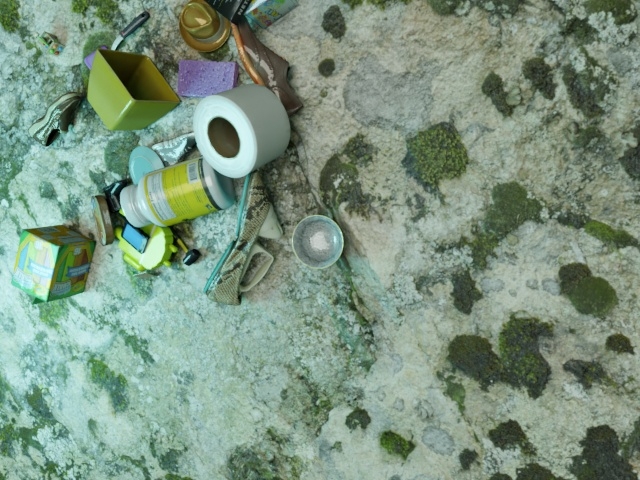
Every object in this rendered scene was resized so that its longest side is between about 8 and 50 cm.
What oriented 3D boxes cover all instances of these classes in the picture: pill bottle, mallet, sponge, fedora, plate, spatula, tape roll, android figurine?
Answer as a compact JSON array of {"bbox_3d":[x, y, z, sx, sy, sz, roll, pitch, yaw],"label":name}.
[{"bbox_3d":[-0.470,-0.155,1.504,0.333,0.188,0.188,-15,92,9],"label":"pill bottle"},{"bbox_3d":[-0.511,0.010,1.638,0.189,0.039,0.062,44,108,12],"label":"mallet"},{"bbox_3d":[-0.381,-0.541,1.537,0.210,0.031,0.117,8,98,15],"label":"sponge"},{"bbox_3d":[-0.391,-0.718,1.494,0.194,0.079,0.195,2,97,15],"label":"fedora"},{"bbox_3d":[-0.617,-0.237,1.610,0.188,0.024,0.188,11,113,27],"label":"plate"},{"bbox_3d":[-0.710,-0.700,1.609,0.296,0.030,0.084,-36,87,16],"label":"spatula"},{"bbox_3d":[-0.236,-0.331,1.374,0.246,0.169,0.246,17,126,26],"label":"tape roll"},{"bbox_3d":[-0.628,-0.006,1.642,0.272,0.056,0.248,30,106,17],"label":"android figurine"}]

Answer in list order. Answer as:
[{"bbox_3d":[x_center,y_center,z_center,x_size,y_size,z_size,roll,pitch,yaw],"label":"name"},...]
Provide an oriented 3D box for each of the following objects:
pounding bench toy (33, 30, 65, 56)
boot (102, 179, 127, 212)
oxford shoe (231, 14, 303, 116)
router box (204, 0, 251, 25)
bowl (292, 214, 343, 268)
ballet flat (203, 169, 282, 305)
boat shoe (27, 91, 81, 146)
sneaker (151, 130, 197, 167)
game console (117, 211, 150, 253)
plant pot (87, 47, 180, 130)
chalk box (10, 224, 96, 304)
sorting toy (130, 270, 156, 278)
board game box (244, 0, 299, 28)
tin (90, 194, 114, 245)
[{"bbox_3d":[-0.988,-0.714,1.656,0.052,0.083,0.065,-43,84,15],"label":"pounding bench toy"},{"bbox_3d":[-0.743,-0.160,1.674,0.121,0.045,0.099,-18,89,24],"label":"boot"},{"bbox_3d":[-0.172,-0.556,1.446,0.132,0.130,0.364,-24,96,-1],"label":"oxford shoe"},{"bbox_3d":[-0.253,-0.743,1.321,0.133,0.046,0.179,42,109,8],"label":"router box"},{"bbox_3d":[0.000,0.000,1.469,0.170,0.080,0.170,2,98,15],"label":"bowl"},{"bbox_3d":[-0.232,0.009,1.514,0.182,0.164,0.483,21,108,-10],"label":"ballet flat"},{"bbox_3d":[-0.959,-0.440,1.686,0.257,0.095,0.095,-32,101,22],"label":"boat shoe"},{"bbox_3d":[-0.467,-0.292,1.571,0.228,0.086,0.132,-10,98,26],"label":"sneaker"},{"bbox_3d":[-0.664,-0.025,1.591,0.122,0.107,0.071,35,80,17],"label":"game console"},{"bbox_3d":[-0.649,-0.487,1.538,0.187,0.212,0.212,-38,86,30],"label":"plant pot"},{"bbox_3d":[-1.003,0.111,1.708,0.179,0.180,0.289,21,103,12],"label":"chalk box"},{"bbox_3d":[-0.650,0.122,1.665,0.062,0.083,0.012,-10,69,18],"label":"sorting toy"},{"bbox_3d":[-0.204,-0.828,1.396,0.142,0.144,0.275,-26,90,17],"label":"board game box"},{"bbox_3d":[-0.800,-0.074,1.677,0.106,0.040,0.190,-12,91,55],"label":"tin"}]
